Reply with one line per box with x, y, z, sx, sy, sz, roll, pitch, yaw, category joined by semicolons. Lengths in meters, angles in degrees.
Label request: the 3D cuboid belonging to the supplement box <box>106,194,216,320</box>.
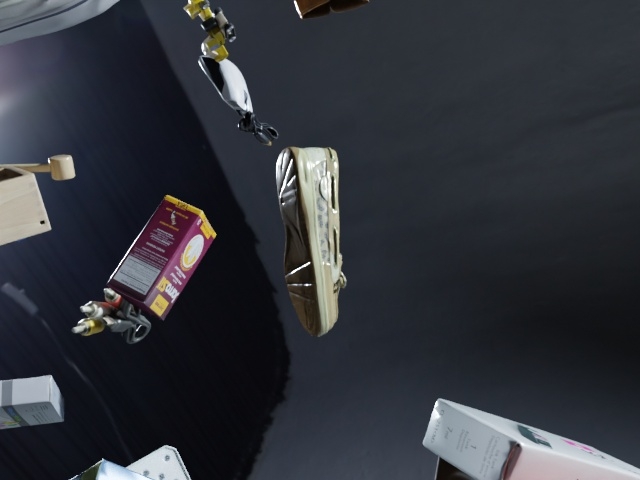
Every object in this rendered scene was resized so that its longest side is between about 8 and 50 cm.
-0.274;0.031;1.110;0.081;0.104;0.188;24;71;15;supplement box

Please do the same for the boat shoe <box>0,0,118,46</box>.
-0.276;-0.237;0.548;0.268;0.096;0.088;-23;-13;-6;boat shoe

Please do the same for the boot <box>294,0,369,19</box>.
0.048;-0.522;1.099;0.284;0.220;0.109;-21;-4;-10;boot

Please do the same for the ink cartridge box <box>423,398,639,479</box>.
0.280;0.254;0.640;0.239;0.275;0.060;11;79;63;ink cartridge box

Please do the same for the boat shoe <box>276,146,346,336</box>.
0.000;0.000;0.947;0.089;0.285;0.105;-7;4;-28;boat shoe

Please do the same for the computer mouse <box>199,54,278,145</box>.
-0.134;-0.238;1.017;0.042;0.193;0.106;-39;-21;13;computer mouse

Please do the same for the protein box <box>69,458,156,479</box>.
-0.234;0.406;0.754;0.136;0.201;0.199;-36;33;33;protein box

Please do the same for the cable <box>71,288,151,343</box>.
-0.417;0.153;1.343;0.139;0.072;0.287;-49;-7;-7;cable

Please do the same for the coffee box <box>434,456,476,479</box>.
0.266;0.474;1.128;0.141;0.246;0.098;9;-3;14;coffee box

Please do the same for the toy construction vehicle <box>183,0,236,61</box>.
-0.124;-0.232;0.641;0.035;0.085;0.098;-35;-1;-5;toy construction vehicle

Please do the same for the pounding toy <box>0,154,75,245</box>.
-0.451;-0.056;0.917;0.206;0.094;0.181;-22;24;-34;pounding toy

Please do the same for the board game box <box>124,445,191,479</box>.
-0.317;0.579;0.950;0.390;0.389;0.050;-23;-7;-37;board game box

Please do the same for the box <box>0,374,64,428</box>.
-0.446;0.221;0.835;0.186;0.038;0.145;-1;-25;-17;box
